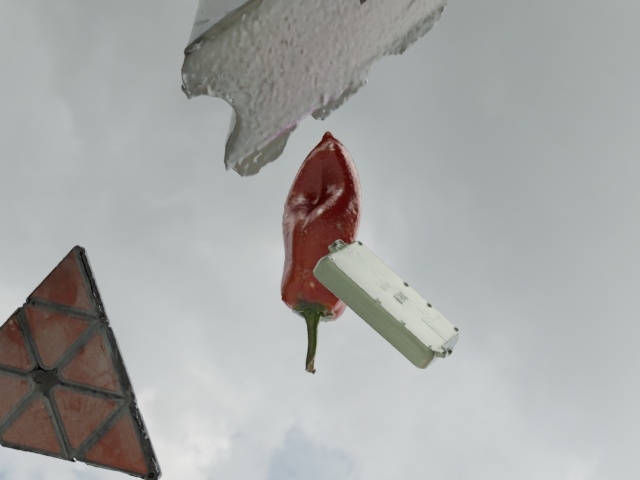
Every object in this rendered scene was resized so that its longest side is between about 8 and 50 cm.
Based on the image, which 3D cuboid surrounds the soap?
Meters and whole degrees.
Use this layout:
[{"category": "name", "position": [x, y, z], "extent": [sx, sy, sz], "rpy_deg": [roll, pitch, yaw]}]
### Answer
[{"category": "soap", "position": [0.029, -0.216, 0.969], "extent": [0.258, 0.302, 0.159], "rpy_deg": [-9, -46, 13]}]

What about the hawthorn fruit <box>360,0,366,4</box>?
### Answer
[{"category": "hawthorn fruit", "position": [0.083, -0.281, 0.760], "extent": [0.207, 0.207, 0.243], "rpy_deg": [21, -87, 16]}]

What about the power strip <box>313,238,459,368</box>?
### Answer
[{"category": "power strip", "position": [0.037, 0.034, 0.581], "extent": [0.090, 0.040, 0.016], "rpy_deg": [42, -58, 16]}]

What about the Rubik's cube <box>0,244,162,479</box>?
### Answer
[{"category": "Rubik's cube", "position": [-0.212, 0.082, 0.957], "extent": [0.211, 0.178, 0.190], "rpy_deg": [17, -78, -3]}]

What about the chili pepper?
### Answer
[{"category": "chili pepper", "position": [0.000, 0.000, 0.742], "extent": [0.059, 0.050, 0.191], "rpy_deg": [-15, -124, 30]}]
